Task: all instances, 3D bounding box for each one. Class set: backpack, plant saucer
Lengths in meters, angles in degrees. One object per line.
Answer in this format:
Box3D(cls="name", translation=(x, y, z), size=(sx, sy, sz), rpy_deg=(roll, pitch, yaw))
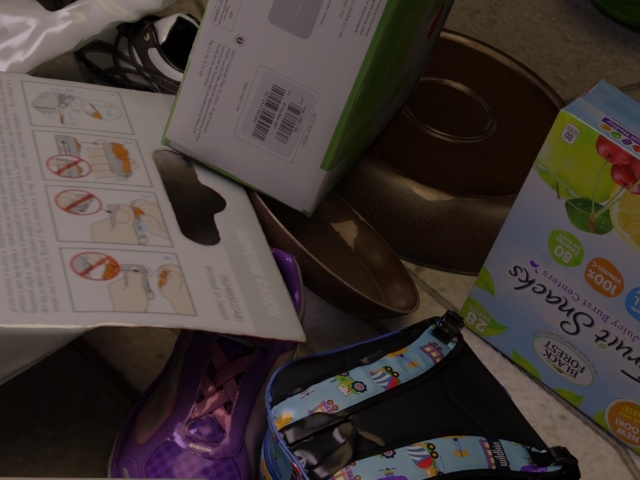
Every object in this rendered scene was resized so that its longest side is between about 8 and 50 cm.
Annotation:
Box3D(cls="backpack", translation=(0.042, 0.137, 0.857), size=(0.173, 0.117, 0.158), rpy_deg=(-10, 50, -39))
Box3D(cls="plant saucer", translation=(0.101, -0.097, 1.207), size=(0.311, 0.050, 0.310), rpy_deg=(12, 40, -10))
Box3D(cls="plant saucer", translation=(0.000, 0.000, 1.024), size=(0.168, 0.029, 0.168), rpy_deg=(39, 16, -14))

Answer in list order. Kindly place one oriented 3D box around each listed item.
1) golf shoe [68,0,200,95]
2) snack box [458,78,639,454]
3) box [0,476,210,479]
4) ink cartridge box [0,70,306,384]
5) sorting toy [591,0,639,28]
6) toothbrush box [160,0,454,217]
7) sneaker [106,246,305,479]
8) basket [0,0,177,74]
Box3D(cls="golf shoe", translation=(-0.129, -0.157, 1.141), size=(0.198, 0.094, 0.077), rpy_deg=(41, 45, 24))
Box3D(cls="snack box", translation=(0.212, 0.023, 0.997), size=(0.174, 0.207, 0.070), rpy_deg=(36, 43, 18))
Box3D(cls="box", translation=(-0.191, 0.185, 0.724), size=(0.275, 0.113, 0.094), rpy_deg=(2, 45, -19))
Box3D(cls="ink cartridge box", translation=(-0.234, -0.004, 0.899), size=(0.385, 0.091, 0.308), rpy_deg=(4, 32, -21))
Box3D(cls="sorting toy", translation=(0.262, -0.235, 1.411), size=(0.366, 0.127, 0.126), rpy_deg=(33, 71, 11))
Box3D(cls="toothbrush box", translation=(0.019, -0.174, 1.024), size=(0.122, 0.206, 0.283), rpy_deg=(26, 28, 6))
Box3D(cls="sneaker", translation=(-0.063, 0.086, 0.892), size=(0.095, 0.104, 0.236), rpy_deg=(21, 41, -2))
Box3D(cls="basket", translation=(-0.247, -0.329, 1.038), size=(0.328, 0.331, 0.266), rpy_deg=(-30, 52, -9))
